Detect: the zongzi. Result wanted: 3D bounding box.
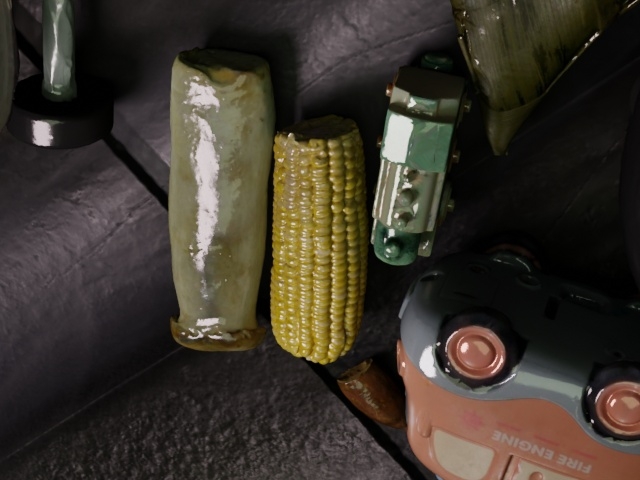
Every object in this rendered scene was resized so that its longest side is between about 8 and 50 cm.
[{"bbox_3d":[0.228,-0.198,1.127,0.250,0.125,0.274,-5,121,21],"label":"zongzi"}]

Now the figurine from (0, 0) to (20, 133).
[{"bbox_3d":[-0.436,-0.208,1.186,0.315,0.206,0.284,-4,131,31],"label":"figurine"}]

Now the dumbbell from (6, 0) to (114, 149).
[{"bbox_3d":[-0.233,-0.185,1.229,0.100,0.100,0.191,8,119,5],"label":"dumbbell"}]

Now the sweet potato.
[{"bbox_3d":[0.067,0.166,1.412,0.049,0.049,0.117,-34,116,25],"label":"sweet potato"}]

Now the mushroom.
[{"bbox_3d":[-0.095,-0.030,1.309,0.099,0.081,0.312,6,116,5],"label":"mushroom"}]

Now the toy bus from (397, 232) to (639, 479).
[{"bbox_3d":[0.202,0.143,1.269,0.287,0.194,0.232,18,120,9],"label":"toy bus"}]

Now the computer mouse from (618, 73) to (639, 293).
[{"bbox_3d":[0.308,-0.047,1.155,0.116,0.183,0.323,-4,113,17],"label":"computer mouse"}]

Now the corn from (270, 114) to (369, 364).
[{"bbox_3d":[0.000,0.000,1.298,0.093,0.093,0.244,6,119,7],"label":"corn"}]

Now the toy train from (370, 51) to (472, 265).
[{"bbox_3d":[0.084,-0.066,1.227,0.080,0.125,0.194,12,120,7],"label":"toy train"}]
